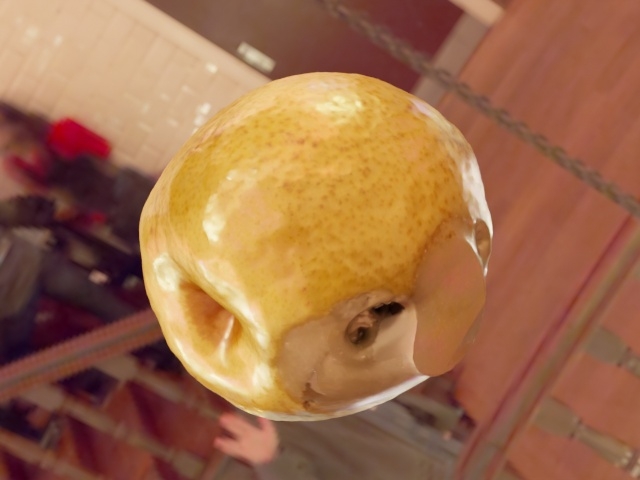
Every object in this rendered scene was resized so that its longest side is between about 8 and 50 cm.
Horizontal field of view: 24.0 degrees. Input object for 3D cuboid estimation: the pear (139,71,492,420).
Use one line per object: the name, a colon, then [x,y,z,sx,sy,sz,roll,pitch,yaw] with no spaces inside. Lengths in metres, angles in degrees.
pear: [0.000,0.000,1.132,0.271,0.271,0.271,-44,28,31]
